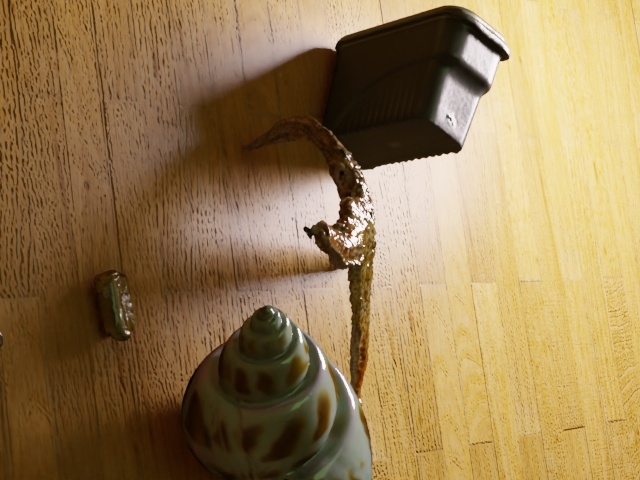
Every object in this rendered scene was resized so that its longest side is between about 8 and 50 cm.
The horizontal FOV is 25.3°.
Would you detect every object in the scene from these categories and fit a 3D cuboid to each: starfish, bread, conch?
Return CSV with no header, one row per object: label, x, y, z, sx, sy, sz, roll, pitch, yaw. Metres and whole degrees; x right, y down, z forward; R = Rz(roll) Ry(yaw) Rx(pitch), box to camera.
starfish,0.011,-0.005,1.835,0.398,0.132,0.383,-112,-170,-46
bread,-0.250,0.080,1.732,0.049,0.034,0.088,-19,97,-61
conch,-0.046,0.220,1.741,0.197,0.249,0.368,-59,159,-14

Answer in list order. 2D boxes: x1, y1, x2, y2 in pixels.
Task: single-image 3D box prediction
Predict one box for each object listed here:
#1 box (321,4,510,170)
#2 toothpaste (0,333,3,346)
box,0.127,-0.209,2.032,0.138,0.274,0.178,31,65,-35
toothpaste,-0.434,0.147,1.523,0.062,0.039,0.239,57,44,-9
